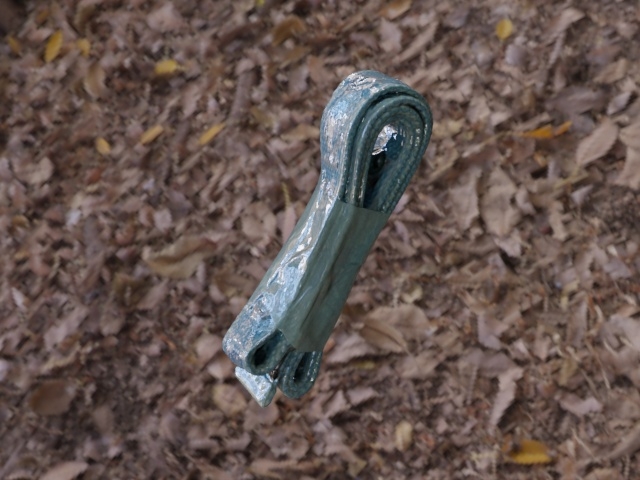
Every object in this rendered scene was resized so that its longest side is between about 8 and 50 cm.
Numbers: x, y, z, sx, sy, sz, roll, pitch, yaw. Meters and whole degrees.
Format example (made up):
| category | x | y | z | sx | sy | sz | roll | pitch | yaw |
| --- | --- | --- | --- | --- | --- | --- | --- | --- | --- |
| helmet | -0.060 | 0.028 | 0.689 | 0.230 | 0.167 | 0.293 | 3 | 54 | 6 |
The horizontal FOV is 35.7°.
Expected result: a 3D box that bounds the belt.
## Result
| category | x | y | z | sx | sy | sz | roll | pitch | yaw |
| --- | --- | --- | --- | --- | --- | --- | --- | --- | --- |
| belt | 0.000 | 0.000 | 0.850 | 0.072 | 0.087 | 0.302 | 36 | 104 | 47 |
